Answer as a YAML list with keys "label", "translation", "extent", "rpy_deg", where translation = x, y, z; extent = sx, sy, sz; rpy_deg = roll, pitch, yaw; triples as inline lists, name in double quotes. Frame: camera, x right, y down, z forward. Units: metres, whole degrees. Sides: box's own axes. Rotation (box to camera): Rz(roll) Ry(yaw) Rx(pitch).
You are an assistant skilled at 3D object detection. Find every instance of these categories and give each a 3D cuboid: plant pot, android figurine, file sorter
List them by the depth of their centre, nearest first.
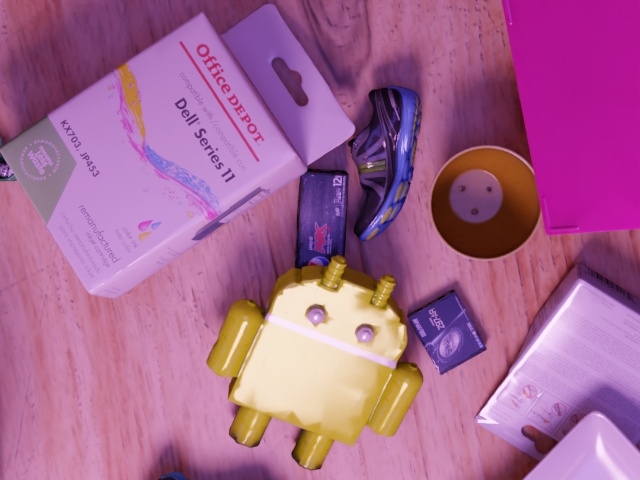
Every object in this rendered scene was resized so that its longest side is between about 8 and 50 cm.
- label: "file sorter"
  translation: [0.360, -0.173, 1.732]
  extent: [0.202, 0.182, 0.291]
  rpy_deg: [-4, 101, 43]
- label: "android figurine"
  translation: [-0.001, 0.141, 1.806]
  extent: [0.248, 0.056, 0.273]
  rpy_deg: [23, 113, -10]
- label: "plant pot"
  translation: [0.188, -0.049, 1.808]
  extent: [0.134, 0.095, 0.134]
  rpy_deg: [0, 97, -3]

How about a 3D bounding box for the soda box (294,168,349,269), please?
- label: "soda box"
  translation: [0.000, 0.000, 1.827]
  extent: [0.060, 0.053, 0.169]
  rpy_deg: [3, 96, -1]

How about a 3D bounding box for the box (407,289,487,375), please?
- label: "box"
  translation: [0.154, 0.112, 1.864]
  extent: [0.067, 0.018, 0.083]
  rpy_deg: [-28, 97, 1]

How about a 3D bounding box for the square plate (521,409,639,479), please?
- label: "square plate"
  translation: [0.322, 0.438, 1.802]
  extent: [0.344, 0.049, 0.347]
  rpy_deg: [-44, 82, 1]

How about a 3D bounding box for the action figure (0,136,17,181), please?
- label: "action figure"
  translation: [-0.462, -0.109, 1.794]
  extent: [0.232, 0.063, 0.137]
  rpy_deg: [14, 98, -5]

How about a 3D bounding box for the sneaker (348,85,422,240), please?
- label: "sneaker"
  translation: [0.069, -0.092, 1.822]
  extent: [0.078, 0.067, 0.188]
  rpy_deg: [13, 98, 18]

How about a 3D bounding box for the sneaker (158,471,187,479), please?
- label: "sneaker"
  translation: [-0.054, 0.373, 1.834]
  extent: [0.340, 0.125, 0.140]
  rpy_deg: [12, 91, -6]

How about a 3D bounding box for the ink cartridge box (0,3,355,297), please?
- label: "ink cartridge box"
  translation: [-0.158, -0.114, 1.752]
  extent: [0.353, 0.119, 0.207]
  rpy_deg: [-34, 81, 2]

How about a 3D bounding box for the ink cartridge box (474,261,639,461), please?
- label: "ink cartridge box"
  translation: [0.327, 0.169, 1.873]
  extent: [0.189, 0.066, 0.232]
  rpy_deg: [32, 115, -6]
